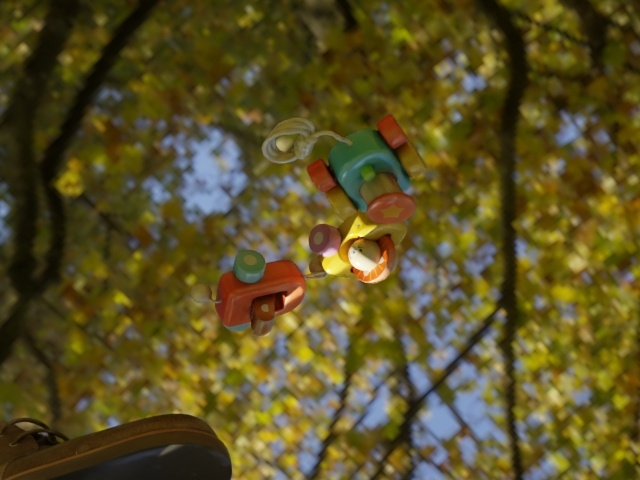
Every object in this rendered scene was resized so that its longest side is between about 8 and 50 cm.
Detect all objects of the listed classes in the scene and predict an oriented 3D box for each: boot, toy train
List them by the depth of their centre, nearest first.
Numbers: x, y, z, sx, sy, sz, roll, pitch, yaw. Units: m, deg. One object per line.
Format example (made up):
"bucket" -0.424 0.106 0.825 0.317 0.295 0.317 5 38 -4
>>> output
"toy train" 0.000 0.000 1.018 0.125 0.166 0.046 -9 -127 -26
"boot" -0.189 0.153 1.157 0.305 0.112 0.115 -23 -134 27
